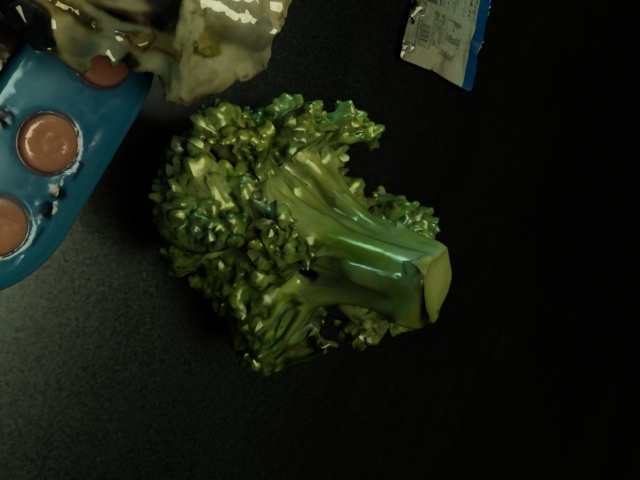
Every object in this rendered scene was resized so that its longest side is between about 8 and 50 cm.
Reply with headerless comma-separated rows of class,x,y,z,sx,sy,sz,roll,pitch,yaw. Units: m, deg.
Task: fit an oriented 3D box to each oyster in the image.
oyster,-0.159,-0.247,0.532,0.351,0.115,0.238,16,105,-34

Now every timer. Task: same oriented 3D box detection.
timer,-0.315,-0.140,0.566,0.309,0.115,0.340,37,75,-41

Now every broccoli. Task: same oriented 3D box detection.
broccoli,-0.010,-0.001,0.772,0.277,0.317,0.338,-55,172,-31

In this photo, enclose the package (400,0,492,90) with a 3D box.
package,0.191,-0.326,1.028,0.173,0.027,0.171,12,88,-43
